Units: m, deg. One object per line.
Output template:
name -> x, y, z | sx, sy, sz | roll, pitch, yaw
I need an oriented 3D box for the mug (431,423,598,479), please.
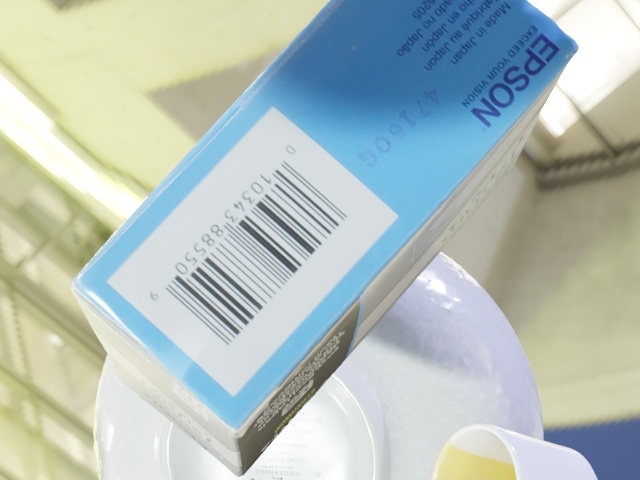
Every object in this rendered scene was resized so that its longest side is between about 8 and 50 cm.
mug -> 0.090, 0.116, 0.850 | 0.078, 0.064, 0.062 | 19, -81, 55

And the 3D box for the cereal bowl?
cereal bowl -> -0.017, 0.148, 1.331 | 0.339, 0.339, 0.141 | -35, 173, 16

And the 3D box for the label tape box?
label tape box -> 0.000, 0.000, 1.009 | 0.249, 0.115, 0.347 | -48, 171, -10
